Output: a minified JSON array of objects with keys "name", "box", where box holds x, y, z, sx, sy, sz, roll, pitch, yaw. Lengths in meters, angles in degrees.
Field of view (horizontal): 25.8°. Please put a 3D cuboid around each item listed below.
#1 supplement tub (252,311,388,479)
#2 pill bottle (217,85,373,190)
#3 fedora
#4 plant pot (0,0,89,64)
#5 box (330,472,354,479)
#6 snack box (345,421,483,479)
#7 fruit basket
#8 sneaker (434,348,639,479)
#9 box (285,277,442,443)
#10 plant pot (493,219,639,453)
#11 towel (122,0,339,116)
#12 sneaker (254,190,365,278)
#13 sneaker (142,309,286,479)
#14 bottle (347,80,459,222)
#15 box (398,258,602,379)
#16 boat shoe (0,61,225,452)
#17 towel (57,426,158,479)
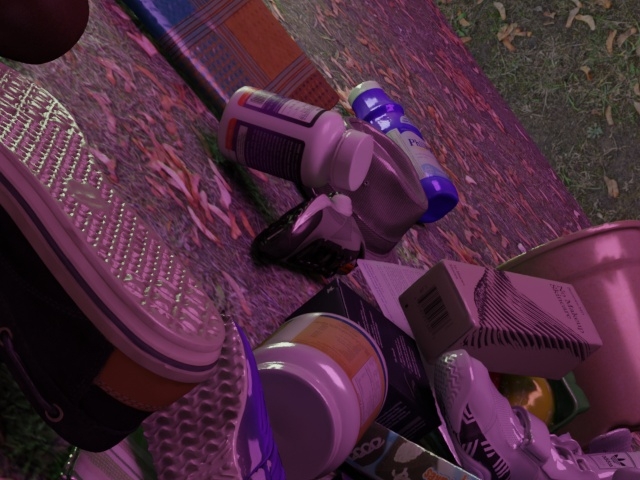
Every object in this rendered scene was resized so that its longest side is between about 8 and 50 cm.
[{"name":"supplement tub","box":[-0.019,0.163,1.428,0.144,0.144,0.200,51,19,1]},{"name":"pill bottle","box":[-0.031,-0.133,1.885,0.194,0.108,0.108,20,10,19]},{"name":"fedora","box":[0.075,-0.087,2.153,0.275,0.124,0.244,56,20,15]},{"name":"plant pot","box":[-0.348,-0.291,1.478,0.215,0.215,0.230,62,7,31]},{"name":"box","box":[0.086,0.368,1.355,0.261,0.103,0.184,37,25,-36]},{"name":"snack box","box":[0.160,0.294,1.489,0.187,0.060,0.322,41,-11,-28]},{"name":"fruit basket","box":[0.210,0.182,1.956,0.353,0.165,0.327,4,51,-48]},{"name":"sneaker","box":[0.279,0.258,1.689,0.137,0.210,0.365,-110,176,-67]},{"name":"box","box":[0.050,0.156,1.680,0.158,0.093,0.156,40,20,-32]},{"name":"plant pot","box":[0.435,0.176,2.259,0.334,0.334,0.305,13,53,-62]},{"name":"towel","box":[-0.144,-0.303,2.093,0.370,0.040,0.271,51,36,-5]},{"name":"sneaker","box":[0.000,0.000,1.863,0.108,0.100,0.271,59,19,7]},{"name":"sneaker","box":[-0.079,0.212,1.247,0.146,0.102,0.293,51,25,-60]},{"name":"bottle","box":[0.141,-0.163,2.501,0.118,0.092,0.282,20,36,-55]},{"name":"box","box":[0.239,0.107,1.829,0.275,0.094,0.113,9,47,-44]},{"name":"boat shoe","box":[-0.268,-0.021,1.198,0.187,0.156,0.500,14,28,-53]},{"name":"towel","box":[-0.170,0.205,1.198,0.113,0.023,0.152,49,16,-14]}]
